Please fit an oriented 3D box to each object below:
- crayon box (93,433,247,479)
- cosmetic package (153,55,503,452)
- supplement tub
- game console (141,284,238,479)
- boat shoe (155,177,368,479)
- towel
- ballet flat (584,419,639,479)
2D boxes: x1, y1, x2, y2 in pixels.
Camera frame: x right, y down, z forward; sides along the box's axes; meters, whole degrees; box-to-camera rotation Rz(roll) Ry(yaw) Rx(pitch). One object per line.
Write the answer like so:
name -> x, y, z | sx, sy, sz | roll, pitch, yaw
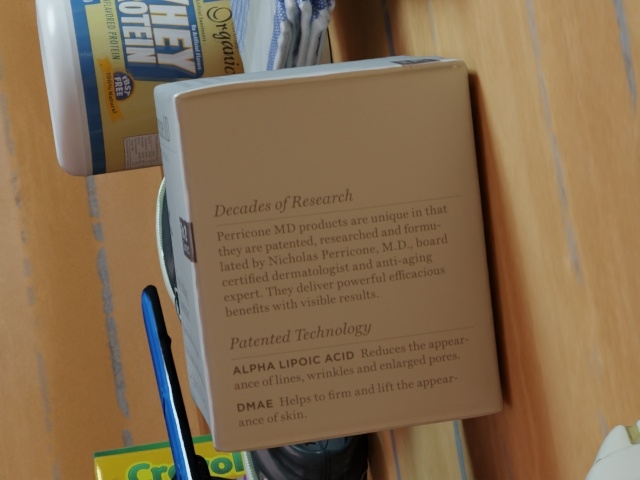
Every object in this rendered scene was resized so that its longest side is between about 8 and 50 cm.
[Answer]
crayon box -> -0.105, 0.301, 1.888 | 0.081, 0.202, 0.318 | 93, 166, -51
cosmetic package -> 0.000, 0.000, 1.049 | 0.151, 0.151, 0.184 | -148, 51, -79
supplement tub -> -0.100, -0.129, 1.447 | 0.144, 0.199, 0.144 | 171, 90, -82
game console -> -0.001, 0.193, 1.175 | 0.173, 0.250, 0.293 | -63, 26, 28
boat shoe -> -0.045, 0.051, 1.504 | 0.113, 0.127, 0.340 | 98, 161, -59
towel -> -0.040, -0.215, 1.272 | 0.209, 0.034, 0.285 | 106, 155, -66
ballet flat -> 0.108, 0.111, 0.690 | 0.247, 0.083, 0.087 | 106, 169, -66
